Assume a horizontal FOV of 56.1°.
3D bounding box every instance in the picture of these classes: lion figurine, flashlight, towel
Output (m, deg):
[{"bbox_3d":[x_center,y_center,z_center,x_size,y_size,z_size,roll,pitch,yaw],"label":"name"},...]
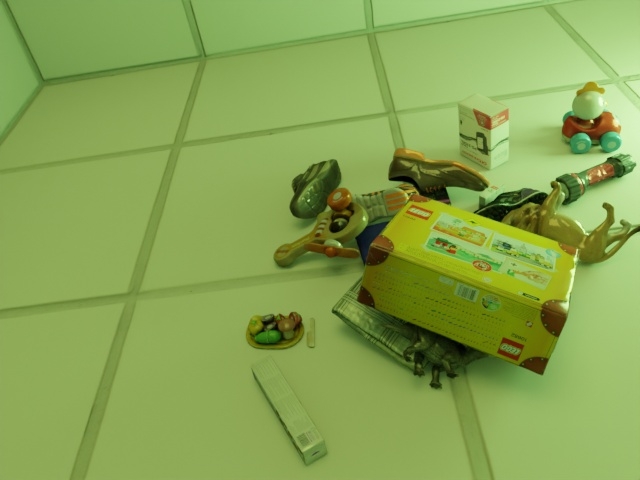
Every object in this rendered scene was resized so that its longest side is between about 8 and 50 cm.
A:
[{"bbox_3d":[0.759,-0.024,1.849,0.392,0.142,0.240,27,85,29],"label":"lion figurine"},{"bbox_3d":[0.950,-0.220,2.078,0.304,0.103,0.103,-21,67,-13],"label":"flashlight"},{"bbox_3d":[0.276,0.008,1.990,0.308,0.076,0.227,-12,32,0],"label":"towel"},{"bbox_3d":[0.245,0.188,1.733,0.324,0.056,0.312,33,55,23],"label":"towel"}]

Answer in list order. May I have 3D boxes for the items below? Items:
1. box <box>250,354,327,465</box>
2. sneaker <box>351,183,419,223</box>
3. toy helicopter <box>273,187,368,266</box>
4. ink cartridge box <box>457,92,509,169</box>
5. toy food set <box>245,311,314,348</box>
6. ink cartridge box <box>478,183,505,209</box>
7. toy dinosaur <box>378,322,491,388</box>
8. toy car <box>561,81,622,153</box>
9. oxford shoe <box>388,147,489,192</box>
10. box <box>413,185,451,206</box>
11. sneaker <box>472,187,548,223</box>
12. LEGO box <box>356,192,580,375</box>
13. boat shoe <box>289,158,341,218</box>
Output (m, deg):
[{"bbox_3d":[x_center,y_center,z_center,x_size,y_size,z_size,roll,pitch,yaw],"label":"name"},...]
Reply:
[{"bbox_3d":[-0.088,0.433,1.563,0.067,0.063,0.324,-25,41,-18],"label":"box"},{"bbox_3d":[0.207,-0.122,2.133,0.321,0.124,0.180,-6,7,36],"label":"sneaker"},{"bbox_3d":[0.000,0.000,1.987,0.355,0.140,0.235,-28,39,16],"label":"toy helicopter"},{"bbox_3d":[0.617,-0.411,2.277,0.100,0.237,0.172,-30,43,-17],"label":"ink cartridge box"},{"bbox_3d":[-0.122,0.251,1.783,0.218,0.071,0.128,-2,40,10],"label":"toy food set"},{"bbox_3d":[0.601,-0.155,2.108,0.115,0.062,0.029,-35,47,-26],"label":"ink cartridge box"},{"bbox_3d":[0.293,0.282,1.585,0.314,0.121,0.160,21,46,3],"label":"toy dinosaur"},{"bbox_3d":[1.032,-0.486,2.267,0.210,0.237,0.219,-1,41,12],"label":"toy car"},{"bbox_3d":[0.422,-0.220,2.170,0.364,0.130,0.132,18,79,21],"label":"oxford shoe"},{"bbox_3d":[0.406,-0.166,2.195,0.116,0.029,0.162,-6,41,4],"label":"box"},{"bbox_3d":[0.620,-0.105,2.036,0.283,0.107,0.124,-16,25,-12],"label":"sneaker"},{"bbox_3d":[0.403,0.092,1.618,0.500,0.193,0.372,21,32,18],"label":"LEGO box"},{"bbox_3d":[-0.038,-0.189,2.270,0.130,0.132,0.355,0,31,28],"label":"boat shoe"}]
